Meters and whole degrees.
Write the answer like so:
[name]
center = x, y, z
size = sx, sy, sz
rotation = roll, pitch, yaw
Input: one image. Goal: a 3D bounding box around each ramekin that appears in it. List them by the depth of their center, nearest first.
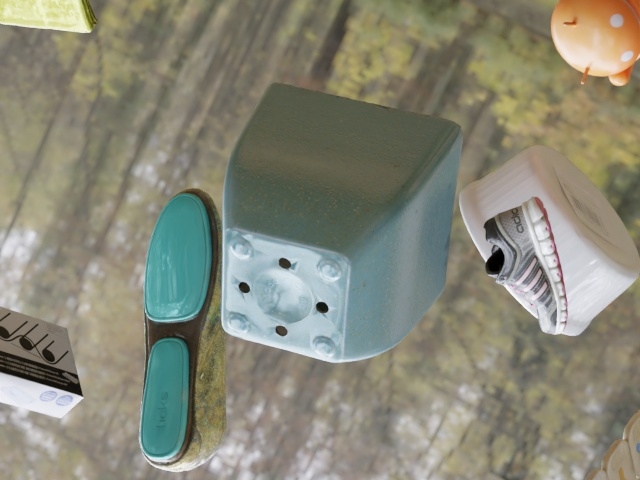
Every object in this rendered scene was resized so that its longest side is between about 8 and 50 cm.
[ramekin]
center = 0.345, -0.009, 2.122
size = 0.277, 0.135, 0.277
rotation = 39, -154, -23

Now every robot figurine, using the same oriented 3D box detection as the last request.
[robot figurine]
center = 0.378, -0.291, 1.835
size = 0.128, 0.219, 0.158
rotation = 40, 147, 10

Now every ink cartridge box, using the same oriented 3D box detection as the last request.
[ink cartridge box]
center = -0.346, 0.112, 1.489
size = 0.207, 0.046, 0.097
rotation = 23, -147, -43

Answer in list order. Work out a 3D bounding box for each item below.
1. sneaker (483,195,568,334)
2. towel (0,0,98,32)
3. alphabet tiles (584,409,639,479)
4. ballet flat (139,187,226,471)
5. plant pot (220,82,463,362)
[sneaker]
center = 0.210, 0.031, 1.488
size = 0.075, 0.170, 0.063
rotation = -13, -142, 11
[towel]
center = -0.252, -0.277, 1.166
size = 0.102, 0.237, 0.021
rotation = 11, -137, 26
[alphabet tiles]
center = 0.354, 0.343, 1.598
size = 0.021, 0.277, 0.284
rotation = 3, -151, 38
[ballet flat]
center = -0.159, 0.114, 1.801
size = 0.123, 0.348, 0.123
rotation = 3, 170, 1
[plant pot]
center = 0.000, 0.000, 1.655
size = 0.247, 0.247, 0.252
rotation = 14, -146, 16
